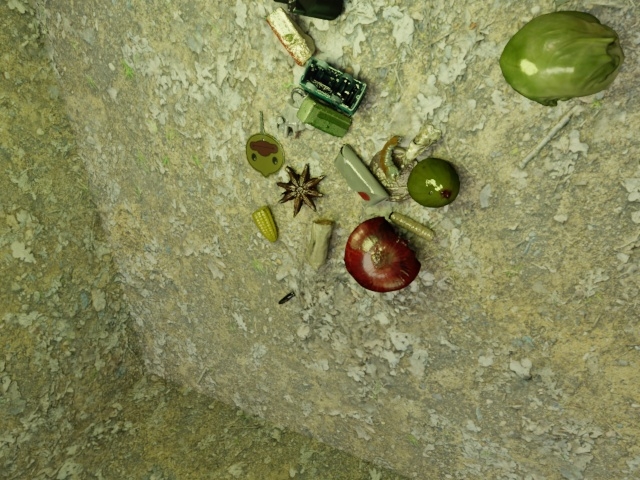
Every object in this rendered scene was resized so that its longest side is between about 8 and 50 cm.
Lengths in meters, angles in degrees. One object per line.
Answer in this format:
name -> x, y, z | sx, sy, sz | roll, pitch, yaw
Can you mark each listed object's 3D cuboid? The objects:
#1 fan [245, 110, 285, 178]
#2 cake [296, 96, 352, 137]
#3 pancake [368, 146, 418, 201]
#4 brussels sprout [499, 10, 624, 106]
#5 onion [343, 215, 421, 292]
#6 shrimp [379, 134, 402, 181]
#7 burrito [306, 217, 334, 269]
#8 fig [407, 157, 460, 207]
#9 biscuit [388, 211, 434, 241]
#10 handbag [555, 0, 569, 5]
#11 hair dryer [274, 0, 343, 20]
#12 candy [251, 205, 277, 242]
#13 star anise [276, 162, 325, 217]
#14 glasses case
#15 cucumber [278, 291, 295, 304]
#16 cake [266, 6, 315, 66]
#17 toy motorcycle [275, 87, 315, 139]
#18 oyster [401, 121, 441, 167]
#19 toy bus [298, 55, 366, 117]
fan -> -0.276, -0.462, 1.976 | 0.229, 0.011, 0.336 | 13, 123, 22
cake -> 0.029, -0.495, 1.665 | 0.235, 0.099, 0.100 | 21, 114, -24
pancake -> 0.316, -0.282, 1.743 | 0.249, 0.031, 0.251 | 12, 118, 23
brussels sprout -> 0.716, -0.549, 1.233 | 0.327, 0.328, 0.247 | 24, 158, 15
onion -> 0.259, 0.069, 1.793 | 0.340, 0.341, 0.342 | 13, 121, 22
shrimp -> 0.303, -0.336, 1.643 | 0.166, 0.049, 0.161 | -58, 46, 44
burrito -> 0.000, 0.002, 2.010 | 0.104, 0.143, 0.300 | 3, 128, -11
fig -> 0.449, -0.219, 1.593 | 0.202, 0.225, 0.203 | 0, 113, 1
biscuit -> 0.407, -0.064, 1.801 | 0.219, 0.061, 0.055 | 30, 85, 12
handbag -> 0.725, -0.855, 1.151 | 0.170, 0.151, 0.298 | -8, 119, 35
hair dryer -> -0.104, -0.909, 1.513 | 0.302, 0.244, 0.116 | 25, 120, 32
candy -> -0.286, -0.077, 2.139 | 0.106, 0.094, 0.199 | 7, 125, 55
star anise -> -0.087, -0.240, 1.948 | 0.271, 0.102, 0.273 | 1, 94, 14
glasses case -> 0.164, -0.274, 1.776 | 0.308, 0.083, 0.128 | 51, 139, 6
cucumber -> -0.198, 0.339, 2.357 | 0.033, 0.034, 0.134 | 51, 127, 1
cake -> -0.106, -0.818, 1.615 | 0.086, 0.117, 0.220 | -30, 110, 30
toy motorcycle -> -0.093, -0.537, 1.763 | 0.170, 0.110, 0.260 | 33, 142, -7
oyster -> 0.396, -0.386, 1.628 | 0.199, 0.061, 0.106 | -30, 82, 23
toy bus -> 0.056, -0.613, 1.628 | 0.255, 0.147, 0.129 | 31, 97, 9
